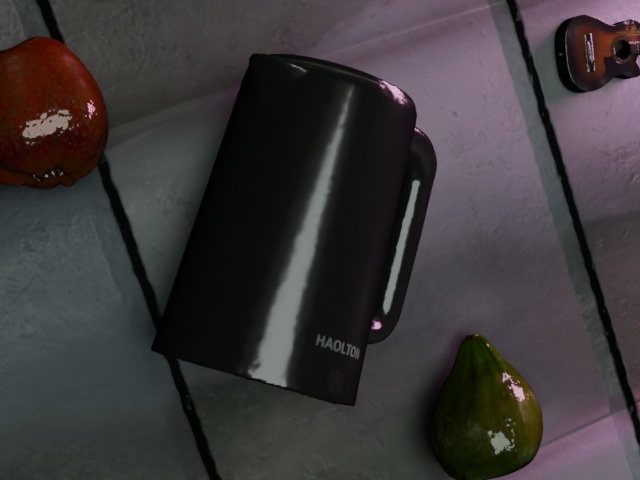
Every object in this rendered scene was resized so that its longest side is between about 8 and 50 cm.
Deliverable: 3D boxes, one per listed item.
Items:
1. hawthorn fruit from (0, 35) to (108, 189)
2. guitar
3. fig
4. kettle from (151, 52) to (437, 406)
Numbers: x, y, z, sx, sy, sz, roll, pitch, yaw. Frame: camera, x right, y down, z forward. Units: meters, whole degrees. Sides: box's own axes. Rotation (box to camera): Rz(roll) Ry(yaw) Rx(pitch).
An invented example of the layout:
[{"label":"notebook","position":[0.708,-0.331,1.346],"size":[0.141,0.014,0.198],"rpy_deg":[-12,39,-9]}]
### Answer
[{"label":"hawthorn fruit","position":[-0.266,-0.118,1.027],"size":[0.133,0.133,0.137],"rpy_deg":[-12,80,-19]},{"label":"guitar","position":[0.383,-0.228,1.299],"size":[0.234,0.025,0.088],"rpy_deg":[-9,95,-20]},{"label":"fig","position":[0.177,0.179,1.195],"size":[0.123,0.123,0.156],"rpy_deg":[-7,82,-19]},{"label":"kettle","position":[0.002,-0.001,1.086],"size":[0.262,0.203,0.307],"rpy_deg":[18,83,-17]}]
